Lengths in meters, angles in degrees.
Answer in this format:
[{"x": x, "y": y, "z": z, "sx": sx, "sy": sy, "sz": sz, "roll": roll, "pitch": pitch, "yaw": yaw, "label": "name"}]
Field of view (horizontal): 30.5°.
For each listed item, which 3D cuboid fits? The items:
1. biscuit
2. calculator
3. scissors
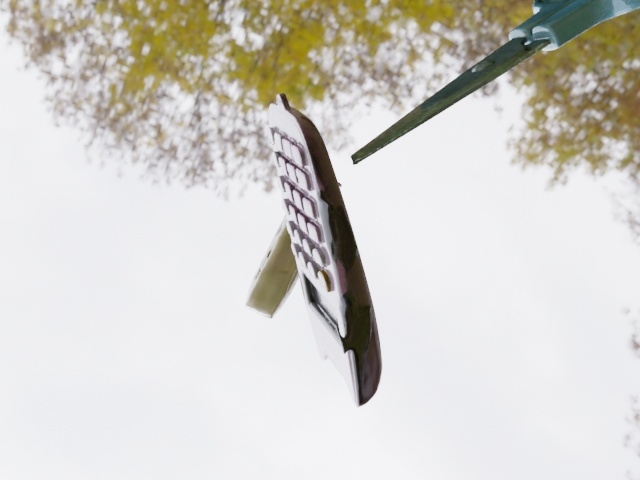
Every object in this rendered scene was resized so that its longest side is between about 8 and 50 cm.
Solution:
[{"x": -0.034, "y": 0.007, "z": 1.424, "sx": 0.052, "sy": 0.056, "sz": 0.188, "roll": 27, "pitch": -89, "yaw": -2, "label": "biscuit"}, {"x": 0.002, "y": 0.000, "z": 1.123, "sx": 0.043, "sy": 0.294, "sz": 0.194, "roll": -16, "pitch": -163, "yaw": -9, "label": "calculator"}, {"x": 0.193, "y": -0.188, "z": 1.184, "sx": 0.447, "sy": 0.192, "sz": 0.029, "roll": -35, "pitch": -70, "yaw": -26, "label": "scissors"}]
